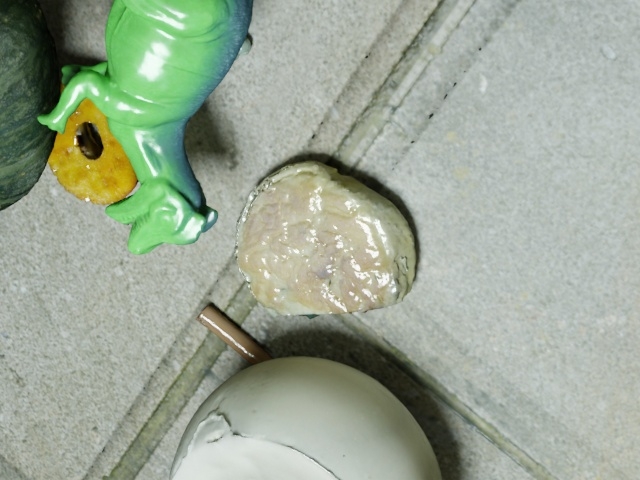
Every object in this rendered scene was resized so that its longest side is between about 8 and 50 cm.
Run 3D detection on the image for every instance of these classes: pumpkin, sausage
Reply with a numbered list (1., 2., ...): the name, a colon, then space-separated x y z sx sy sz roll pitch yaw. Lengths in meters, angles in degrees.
1. pumpkin: -0.440 -0.165 1.490 0.328 0.257 0.291 4 121 8
2. sausage: -0.098 0.121 1.665 0.116 0.026 0.026 40 128 3

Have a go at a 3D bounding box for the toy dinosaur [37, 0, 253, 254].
1. toy dinosaur: -0.077 -0.221 1.366 0.500 0.144 0.374 -23 102 23

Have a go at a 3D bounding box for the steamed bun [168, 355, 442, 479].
1. steamed bun: -0.011 0.283 1.593 0.324 0.206 0.324 12 122 19

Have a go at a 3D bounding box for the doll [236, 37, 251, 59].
1. doll: -0.127 -0.210 1.484 0.083 0.050 0.076 -33 94 39

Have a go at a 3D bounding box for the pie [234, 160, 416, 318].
1. pie: -0.002 0.001 1.530 0.218 0.052 0.185 -5 115 32

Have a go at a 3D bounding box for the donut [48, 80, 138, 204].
1. donut: -0.254 -0.120 1.594 0.152 0.058 0.151 12 120 22
